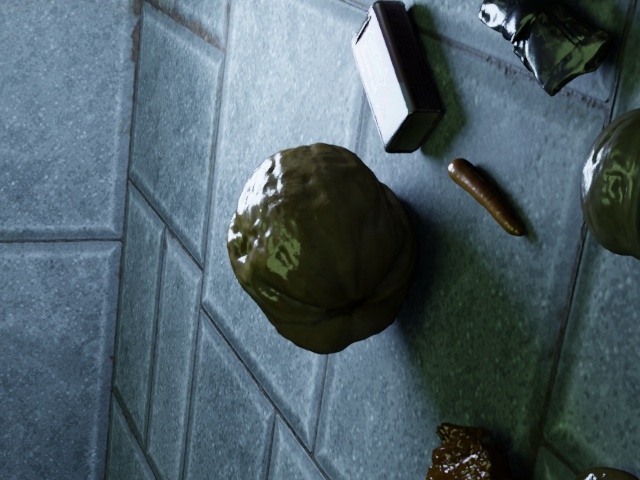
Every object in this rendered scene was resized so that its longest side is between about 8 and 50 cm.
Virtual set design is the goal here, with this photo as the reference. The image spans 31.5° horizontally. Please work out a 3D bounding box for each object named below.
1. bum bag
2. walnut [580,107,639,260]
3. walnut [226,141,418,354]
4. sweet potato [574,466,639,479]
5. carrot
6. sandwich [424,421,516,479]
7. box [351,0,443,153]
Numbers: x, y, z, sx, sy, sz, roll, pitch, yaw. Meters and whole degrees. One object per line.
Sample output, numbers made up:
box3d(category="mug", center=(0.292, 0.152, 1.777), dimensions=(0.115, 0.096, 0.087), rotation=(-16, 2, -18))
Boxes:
box3d(category="bum bag", center=(0.277, -0.273, 1.439), dimensions=(0.102, 0.069, 0.248), rotation=(-41, 41, 13))
box3d(category="walnut", center=(0.348, -0.059, 1.208), dimensions=(0.140, 0.140, 0.162), rotation=(-167, 85, -66))
box3d(category="walnut", center=(-0.003, 0.002, 1.832), dimensions=(0.344, 0.306, 0.306), rotation=(-108, 28, -48))
box3d(category="sweet potato", center=(0.327, 0.313, 1.368), dimensions=(0.069, 0.059, 0.249), rotation=(67, 155, 16))
box3d(category="carrot", center=(0.232, -0.060, 1.591), dimensions=(0.190, 0.037, 0.037), rotation=(-125, 40, -49))
box3d(category="sandwich", center=(0.223, 0.335, 1.561), dimensions=(0.185, 0.109, 0.160), rotation=(151, 135, -66))
box3d(category="box", center=(0.118, -0.259, 1.803), dimensions=(0.120, 0.069, 0.224), rotation=(123, 139, -51))
